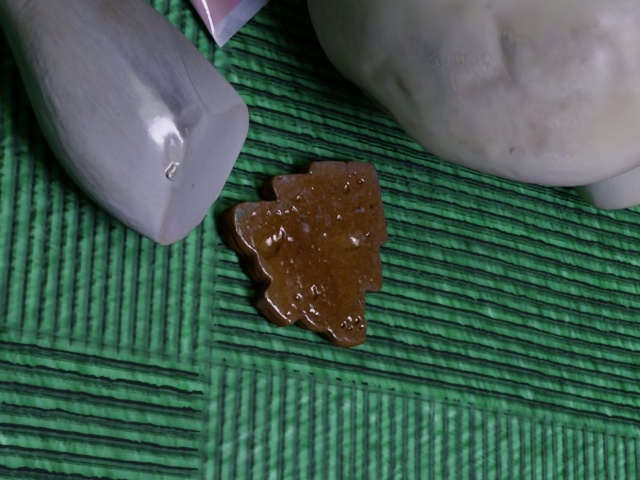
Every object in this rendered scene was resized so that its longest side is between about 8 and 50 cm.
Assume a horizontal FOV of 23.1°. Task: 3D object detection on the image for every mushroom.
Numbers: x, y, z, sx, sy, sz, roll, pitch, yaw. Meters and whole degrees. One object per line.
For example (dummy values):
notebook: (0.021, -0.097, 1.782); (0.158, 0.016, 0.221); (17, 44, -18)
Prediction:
mushroom: (-0.129, -0.103, 0.852); (0.225, 0.093, 0.116); (46, 39, -6)
mushroom: (0.183, -0.170, 0.944); (0.353, 0.325, 0.353); (1, 87, -32)

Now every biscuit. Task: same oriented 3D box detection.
biscuit: (0.000, 0.000, 0.956); (0.119, 0.019, 0.130); (48, 55, -16)

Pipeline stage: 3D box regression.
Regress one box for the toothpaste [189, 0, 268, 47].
toothpaste: (-0.096, -0.212, 0.934); (0.194, 0.043, 0.067); (55, 51, -19)
